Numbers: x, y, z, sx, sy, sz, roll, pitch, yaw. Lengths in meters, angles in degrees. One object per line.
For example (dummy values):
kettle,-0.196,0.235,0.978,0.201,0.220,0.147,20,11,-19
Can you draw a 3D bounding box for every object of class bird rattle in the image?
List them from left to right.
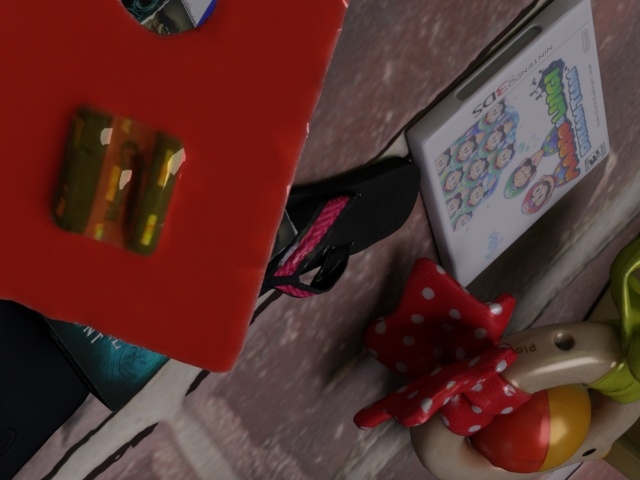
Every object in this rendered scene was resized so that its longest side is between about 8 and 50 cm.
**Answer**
bird rattle,0.137,0.102,1.218,0.253,0.143,0.207,-16,147,-22

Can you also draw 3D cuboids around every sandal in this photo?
sandal,0.000,0.000,1.058,0.179,0.040,0.067,-24,138,-37

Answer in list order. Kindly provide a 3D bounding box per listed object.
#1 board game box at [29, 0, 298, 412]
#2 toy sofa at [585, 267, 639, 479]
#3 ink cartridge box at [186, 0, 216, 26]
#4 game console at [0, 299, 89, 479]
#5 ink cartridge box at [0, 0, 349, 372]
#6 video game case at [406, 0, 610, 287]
board game box,-0.084,-0.017,0.832,0.126,0.026,0.186,-44,146,-13
toy sofa,0.317,0.014,1.373,0.177,0.150,0.362,21,104,-55
ink cartridge box,-0.038,-0.171,0.826,0.333,0.065,0.165,-58,148,6
game console,-0.290,0.138,0.810,0.386,0.060,0.342,-47,147,-7
ink cartridge box,-0.172,-0.132,0.428,0.091,0.385,0.308,-70,178,-63
video game case,0.120,-0.060,1.173,0.143,0.019,0.157,-42,147,-16
